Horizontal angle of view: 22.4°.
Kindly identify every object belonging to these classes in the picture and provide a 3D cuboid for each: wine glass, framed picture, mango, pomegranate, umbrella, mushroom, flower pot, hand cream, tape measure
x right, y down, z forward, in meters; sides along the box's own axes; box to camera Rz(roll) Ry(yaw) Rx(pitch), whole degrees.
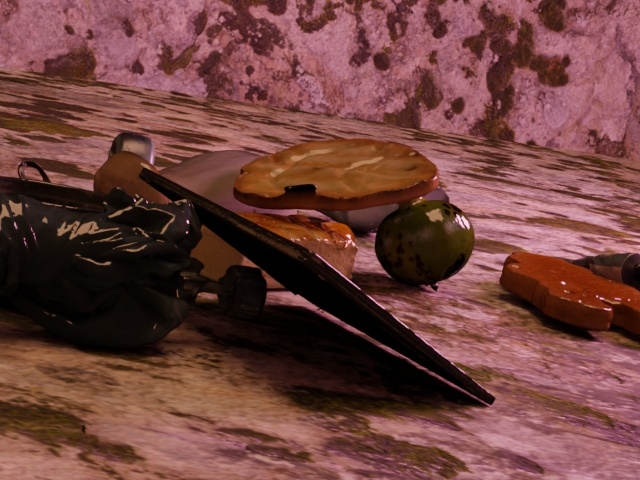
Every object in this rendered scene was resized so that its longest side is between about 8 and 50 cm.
[{"bbox_3d":[0.071,-0.055,2.266,0.222,0.103,0.103,19,12,42],"label":"wine glass"},{"bbox_3d":[-0.011,0.038,1.505,0.255,0.014,0.338,38,-7,-32],"label":"framed picture"},{"bbox_3d":[0.000,0.000,2.004,0.089,0.046,0.060,-1,15,-33],"label":"mango"},{"bbox_3d":[0.119,-0.018,1.938,0.122,0.161,0.122,-16,6,2],"label":"pomegranate"},{"bbox_3d":[-0.196,0.017,1.376,0.348,0.143,0.094,14,-1,-30],"label":"umbrella"},{"bbox_3d":[-0.158,-0.048,1.974,0.159,0.122,0.328,-26,-12,29],"label":"mushroom"},{"bbox_3d":[-0.256,0.006,1.487,0.157,0.107,0.157,11,5,-1],"label":"flower pot"},{"bbox_3d":[0.375,0.037,2.142,0.075,0.052,0.248,25,-3,-13],"label":"hand cream"},{"bbox_3d":[-0.298,-0.096,2.042,0.179,0.107,0.104,14,13,1],"label":"tape measure"}]

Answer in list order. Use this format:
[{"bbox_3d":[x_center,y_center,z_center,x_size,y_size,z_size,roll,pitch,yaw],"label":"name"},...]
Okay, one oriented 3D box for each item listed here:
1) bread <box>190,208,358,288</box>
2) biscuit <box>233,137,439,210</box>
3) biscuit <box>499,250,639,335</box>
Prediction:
[{"bbox_3d":[-0.063,0.009,1.800,0.188,0.068,0.125,2,12,-45],"label":"bread"},{"bbox_3d":[0.020,-0.073,1.882,0.260,0.041,0.203,6,22,31],"label":"biscuit"},{"bbox_3d":[0.314,0.069,1.969,0.186,0.044,0.295,12,9,-15],"label":"biscuit"}]
